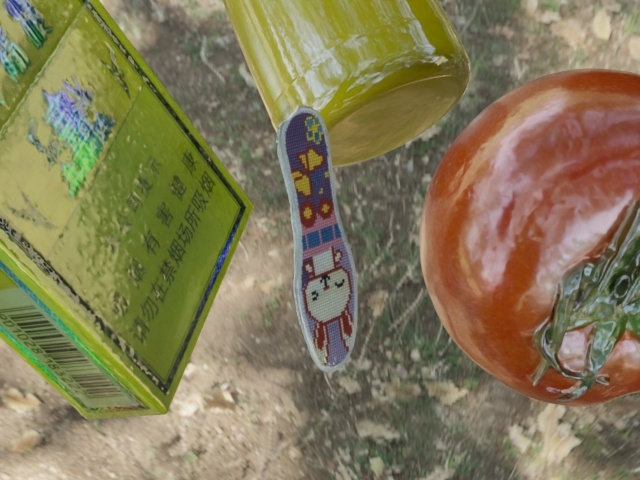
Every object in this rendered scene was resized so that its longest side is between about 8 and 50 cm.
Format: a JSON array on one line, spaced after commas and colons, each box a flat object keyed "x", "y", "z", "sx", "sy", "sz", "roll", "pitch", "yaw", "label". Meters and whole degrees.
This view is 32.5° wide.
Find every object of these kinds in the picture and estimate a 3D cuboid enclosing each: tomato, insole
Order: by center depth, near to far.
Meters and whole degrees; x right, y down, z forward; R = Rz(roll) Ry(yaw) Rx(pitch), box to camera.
[{"x": 0.000, "y": 0.000, "z": 0.792, "sx": 0.004, "sy": 0.065, "sz": 0.197, "roll": 2, "pitch": 105, "yaw": 44, "label": "insole"}, {"x": 0.201, "y": -0.002, "z": 0.825, "sx": 0.256, "sy": 0.255, "sz": 0.224, "roll": -11, "pitch": 29, "yaw": 1, "label": "tomato"}]

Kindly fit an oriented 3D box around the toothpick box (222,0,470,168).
[{"x": 0.001, "y": -0.216, "z": 0.961, "sx": 0.175, "sy": 0.175, "sz": 0.271, "roll": -24, "pitch": 74, "yaw": -4, "label": "toothpick box"}]

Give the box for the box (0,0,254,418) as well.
[{"x": -0.128, "y": -0.036, "z": 0.511, "sx": 0.064, "sy": 0.220, "sz": 0.141, "roll": -6, "pitch": 46, "yaw": 31, "label": "box"}]
